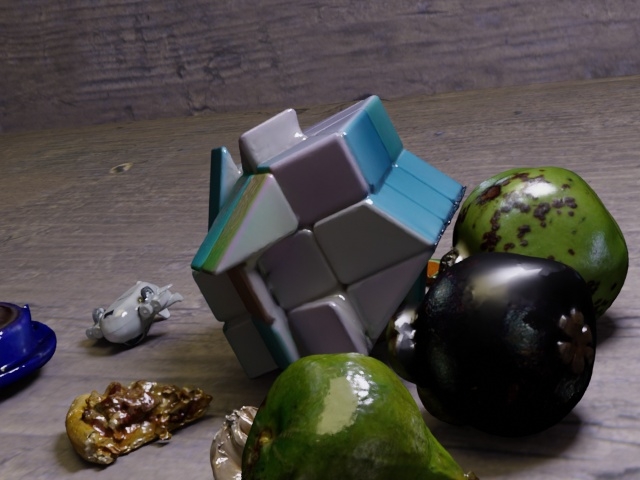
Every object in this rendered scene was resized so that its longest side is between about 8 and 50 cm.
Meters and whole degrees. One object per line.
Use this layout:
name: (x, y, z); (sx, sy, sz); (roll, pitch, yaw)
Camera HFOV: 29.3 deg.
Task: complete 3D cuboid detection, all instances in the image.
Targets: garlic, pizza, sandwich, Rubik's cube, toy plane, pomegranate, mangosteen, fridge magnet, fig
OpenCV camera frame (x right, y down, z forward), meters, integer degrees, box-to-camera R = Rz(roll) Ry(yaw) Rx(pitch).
garlic: (-0.087, 0.247, 1.411); (0.074, 0.094, 0.113); (-49, -4, 37)
pizza: (-0.236, 0.221, 1.598); (0.194, 0.069, 0.154); (-15, 16, -12)
sandwich: (0.177, 0.053, 2.010); (0.069, 0.026, 0.101); (-26, 19, -33)
Rubik's cube: (0.000, 0.000, 1.674); (0.368, 0.358, 0.387); (-26, 8, 21)
toy plane: (-0.297, 0.118, 1.976); (0.174, 0.080, 0.174); (-26, 9, 4)
pomegranate: (0.281, 0.019, 1.669); (0.270, 0.254, 0.254); (-12, 16, -17)
mangosteen: (0.202, 0.122, 1.424); (0.243, 0.243, 0.243); (-9, 16, 3)
fridge magnet: (-0.538, 0.172, 1.875); (0.265, 0.113, 0.265); (-8, 18, 3)
fig: (0.048, 0.232, 1.301); (0.235, 0.203, 0.203); (26, 2, -23)

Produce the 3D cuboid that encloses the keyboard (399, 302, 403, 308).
keyboard: (0.142, 0.099, 1.886); (0.060, 0.018, 0.195); (-17, 18, -32)
